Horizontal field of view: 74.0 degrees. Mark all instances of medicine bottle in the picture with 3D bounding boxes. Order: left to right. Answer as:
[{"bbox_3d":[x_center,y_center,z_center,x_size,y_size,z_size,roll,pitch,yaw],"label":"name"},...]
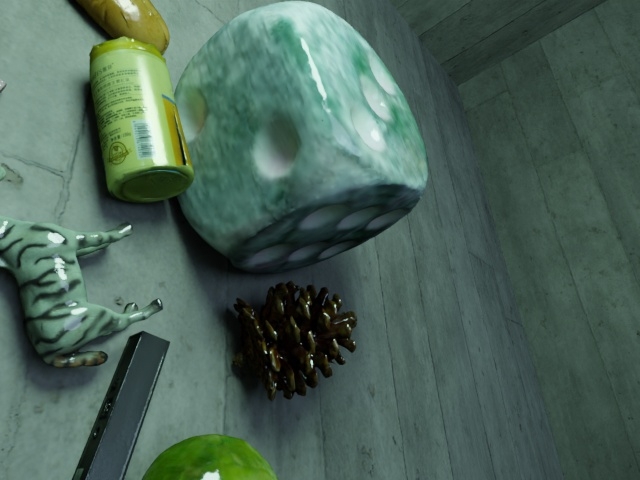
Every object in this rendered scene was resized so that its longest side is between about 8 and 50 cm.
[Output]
[{"bbox_3d":[-0.272,-0.183,0.639,0.124,0.124,0.238,3,68,-52],"label":"medicine bottle"}]

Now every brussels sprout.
[{"bbox_3d":[-0.130,0.318,0.513,0.181,0.162,0.143,33,77,-52],"label":"brussels sprout"}]

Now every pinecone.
[{"bbox_3d":[-0.037,0.156,0.713,0.212,0.169,0.185,-20,101,-42],"label":"pinecone"}]

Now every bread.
[{"bbox_3d":[-0.337,-0.398,0.719,0.189,0.077,0.114,41,47,-36],"label":"bread"}]

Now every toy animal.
[{"bbox_3d":[-0.306,0.024,0.512,0.255,0.090,0.170,57,41,-10],"label":"toy animal"}]

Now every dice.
[{"bbox_3d":[-0.034,-0.152,0.736,0.328,0.330,0.348,0,68,-53],"label":"dice"}]

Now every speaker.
[{"bbox_3d":[-0.243,0.209,0.520,0.046,0.040,0.191,36,45,-33],"label":"speaker"}]

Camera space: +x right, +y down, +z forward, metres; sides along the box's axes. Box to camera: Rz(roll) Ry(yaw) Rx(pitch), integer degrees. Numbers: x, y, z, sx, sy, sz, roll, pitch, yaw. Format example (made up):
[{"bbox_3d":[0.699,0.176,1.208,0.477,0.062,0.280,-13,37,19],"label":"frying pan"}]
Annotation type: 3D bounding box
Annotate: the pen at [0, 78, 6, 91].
[{"bbox_3d":[-0.472,-0.236,0.483,0.197,0.032,0.053,38,44,-36],"label":"pen"}]
